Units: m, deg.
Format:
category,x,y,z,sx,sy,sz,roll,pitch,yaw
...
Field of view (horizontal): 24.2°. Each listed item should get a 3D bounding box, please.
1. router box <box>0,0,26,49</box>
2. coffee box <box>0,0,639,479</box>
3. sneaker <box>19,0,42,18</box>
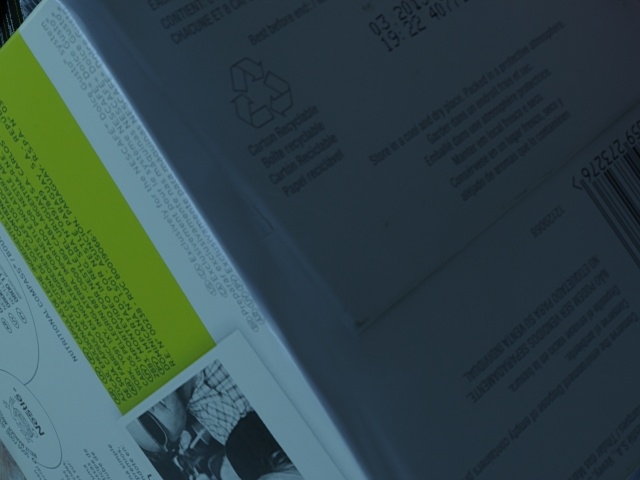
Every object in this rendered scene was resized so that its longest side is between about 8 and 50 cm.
category,x,y,z,sx,sy,sz,roll,pitch,yaw
router box,-0.290,-0.179,1.544,0.133,0.046,0.179,-18,84,56
coffee box,0.000,0.000,0.855,0.338,0.338,0.334,57,144,-3
sneaker,-0.053,-0.242,0.964,0.319,0.131,0.112,-32,97,16
